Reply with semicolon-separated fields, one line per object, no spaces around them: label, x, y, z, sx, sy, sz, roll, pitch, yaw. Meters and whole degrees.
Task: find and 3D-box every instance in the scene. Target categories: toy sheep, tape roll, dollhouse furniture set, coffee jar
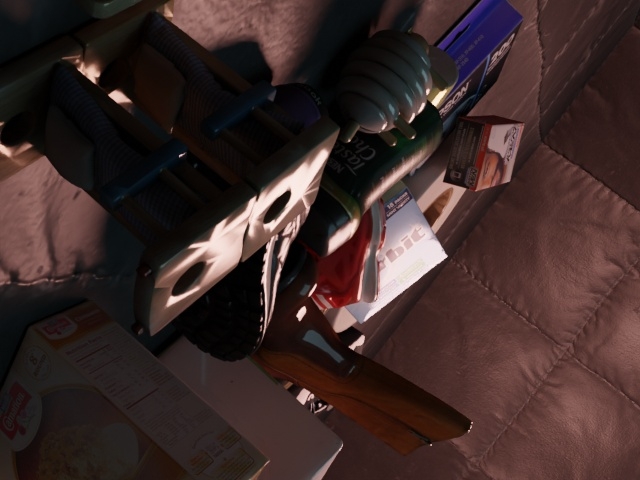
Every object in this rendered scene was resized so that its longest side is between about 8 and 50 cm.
toy sheep;0.058;-0.137;0.704;0.132;0.091;0.091;-57;170;-24
tape roll;0.122;-0.023;1.260;0.392;0.072;0.392;-47;166;-16
dollhouse furniture set;-0.071;-0.076;0.346;0.129;0.129;0.184;-42;165;-34
coffee jar;0.030;-0.073;0.762;0.184;0.096;0.079;-47;163;-21

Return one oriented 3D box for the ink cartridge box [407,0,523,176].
ink cartridge box;0.175;-0.205;1.007;0.206;0.045;0.208;-47;165;-15

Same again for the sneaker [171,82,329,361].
sneaker;-0.052;-0.006;0.667;0.124;0.107;0.283;-48;168;-41

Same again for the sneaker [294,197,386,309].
sneaker;0.000;0.000;0.883;0.128;0.087;0.221;-16;125;-14

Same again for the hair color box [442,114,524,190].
hair color box;0.233;-0.126;1.110;0.167;0.053;0.093;-17;122;-58

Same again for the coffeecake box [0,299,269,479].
coffeecake box;-0.152;0.160;0.583;0.142;0.185;0.068;-58;165;26

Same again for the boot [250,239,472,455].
boot;0.034;0.136;0.833;0.096;0.280;0.264;-56;-178;-34

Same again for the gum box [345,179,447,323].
gum box;0.072;0.015;1.033;0.157;0.041;0.184;-38;141;1

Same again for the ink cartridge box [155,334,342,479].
ink cartridge box;-0.114;0.261;0.929;0.119;0.207;0.353;-42;165;-29

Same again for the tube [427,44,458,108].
tube;0.080;-0.119;0.897;0.070;0.062;0.240;1;149;-21

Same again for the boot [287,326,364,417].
boot;-0.113;0.365;1.398;0.445;0.146;0.367;-44;167;-46

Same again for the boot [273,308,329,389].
boot;-0.062;0.133;1.087;0.137;0.076;0.198;-12;126;-63
